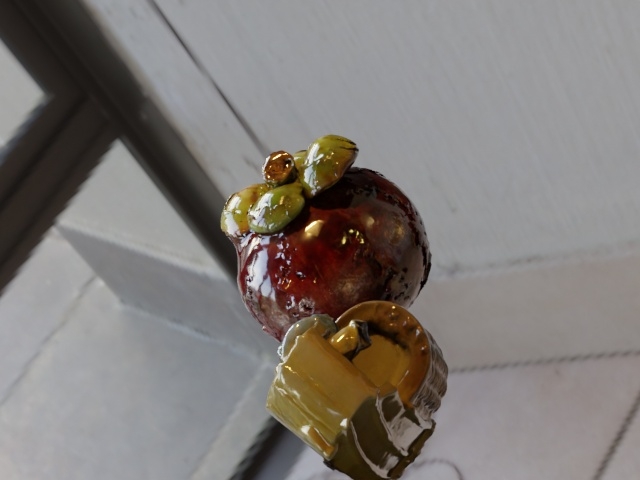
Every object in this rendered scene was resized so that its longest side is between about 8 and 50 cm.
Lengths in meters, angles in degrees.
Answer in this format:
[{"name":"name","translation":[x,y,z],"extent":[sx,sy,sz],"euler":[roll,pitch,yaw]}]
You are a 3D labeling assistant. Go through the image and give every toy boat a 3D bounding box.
[{"name":"toy boat","translation":[0.034,0.101,0.981],"extent":[0.089,0.310,0.115],"euler":[40,85,17]}]

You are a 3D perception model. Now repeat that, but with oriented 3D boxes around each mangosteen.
[{"name":"mangosteen","translation":[0.000,0.000,1.196],"extent":[0.166,0.180,0.166],"euler":[-25,21,11]}]

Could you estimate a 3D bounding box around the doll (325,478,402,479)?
[{"name":"doll","translation":[0.090,0.368,1.408],"extent":[0.226,0.370,0.215],"euler":[-50,10,-4]}]
